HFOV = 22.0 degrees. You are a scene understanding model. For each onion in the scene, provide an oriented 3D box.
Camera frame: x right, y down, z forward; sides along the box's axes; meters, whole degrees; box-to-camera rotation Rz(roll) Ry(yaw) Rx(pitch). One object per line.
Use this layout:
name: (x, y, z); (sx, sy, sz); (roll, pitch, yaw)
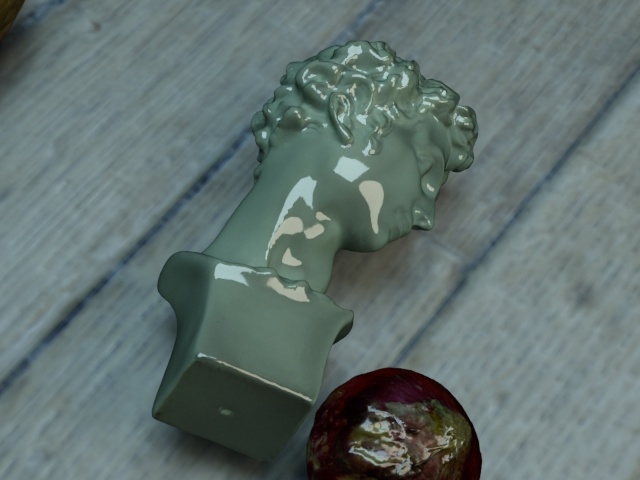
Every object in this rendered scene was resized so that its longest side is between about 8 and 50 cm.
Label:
onion: (0.039, 0.123, 0.914); (0.107, 0.097, 0.107); (7, 79, -37)

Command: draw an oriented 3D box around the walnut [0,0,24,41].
walnut: (-0.263, -0.172, 1.059); (0.167, 0.149, 0.166); (-21, 37, 17)

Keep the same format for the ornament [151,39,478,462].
ornament: (-0.015, -0.002, 0.973); (0.130, 0.120, 0.285); (37, 58, -4)
